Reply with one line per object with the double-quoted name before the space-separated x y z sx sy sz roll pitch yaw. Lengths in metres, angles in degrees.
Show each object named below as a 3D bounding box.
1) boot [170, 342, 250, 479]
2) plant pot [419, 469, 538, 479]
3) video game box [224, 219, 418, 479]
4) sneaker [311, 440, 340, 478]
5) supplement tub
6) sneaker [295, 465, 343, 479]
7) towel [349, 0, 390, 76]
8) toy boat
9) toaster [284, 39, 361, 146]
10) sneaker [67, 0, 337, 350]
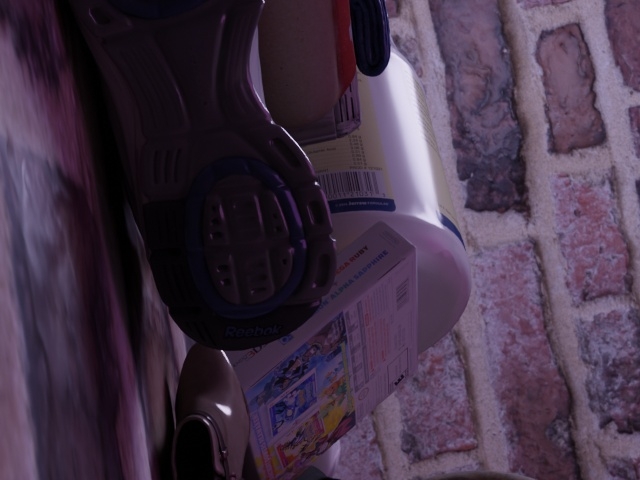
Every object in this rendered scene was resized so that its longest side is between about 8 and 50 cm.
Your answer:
"boot" -0.061 0.103 0.626 0.087 0.042 0.118 76 4 -73
"plant pot" 0.131 0.336 0.820 0.333 0.334 0.305 -100 167 -51
"video game box" 0.001 0.104 0.972 0.048 0.187 0.205 38 -24 26
"sneaker" -0.036 0.159 1.252 0.153 0.094 0.234 -82 163 -88
"supplement tub" 0.003 -0.057 1.152 0.235 0.236 0.324 82 -2 -54
"sneaker" 0.010 0.248 1.024 0.295 0.105 0.146 -93 -157 -67
"towel" 0.036 -0.165 0.913 0.119 0.029 0.067 -103 -176 -74
"toy boat" -0.035 -0.180 0.701 0.151 0.151 0.231 -54 156 -29
"toaster" -0.052 -0.150 0.890 0.129 0.147 0.226 -99 -179 -59
"sneaker" -0.075 -0.097 0.573 0.129 0.111 0.297 -147 -131 -66
